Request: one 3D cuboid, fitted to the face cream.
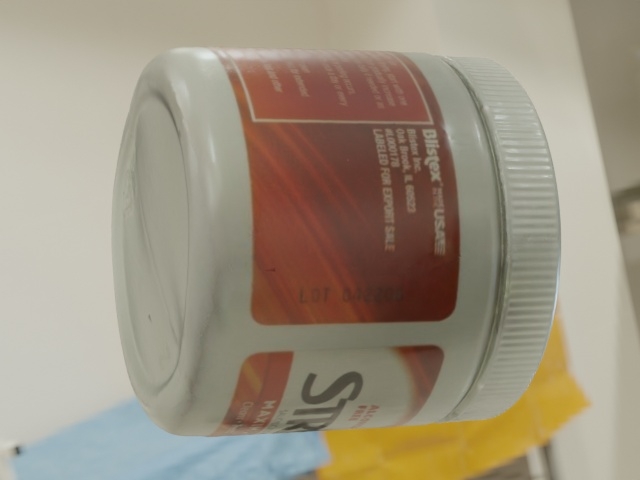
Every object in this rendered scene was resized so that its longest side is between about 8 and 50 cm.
[{"bbox_3d":[0.000,0.000,0.923,0.187,0.201,0.201,-1,4,-19],"label":"face cream"}]
